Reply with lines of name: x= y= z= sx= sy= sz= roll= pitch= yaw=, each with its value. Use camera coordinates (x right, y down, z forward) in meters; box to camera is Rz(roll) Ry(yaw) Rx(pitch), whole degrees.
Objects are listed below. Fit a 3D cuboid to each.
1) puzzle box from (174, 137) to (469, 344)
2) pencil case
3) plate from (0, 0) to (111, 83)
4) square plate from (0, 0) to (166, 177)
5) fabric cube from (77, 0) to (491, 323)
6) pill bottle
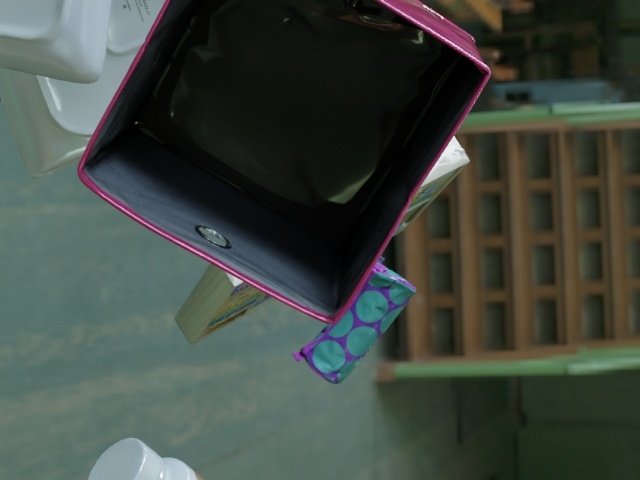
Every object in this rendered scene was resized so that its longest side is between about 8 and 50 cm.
puzzle box: x=0.000 y=0.000 z=2.130 sx=0.052 sy=0.409 sz=0.272 roll=57 pitch=-25 yaw=10
pencil case: x=0.040 y=0.093 z=1.735 sx=0.070 sy=0.152 sz=0.064 roll=32 pitch=9 yaw=-32
plate: x=-0.339 y=-0.311 z=1.498 sx=0.045 sy=0.277 sz=0.278 roll=-68 pitch=168 yaw=-78
square plate: x=-0.205 y=-0.263 z=1.633 sx=0.049 sy=0.344 sz=0.347 roll=48 pitch=-22 yaw=51
fabric cube: x=-0.028 y=-0.122 z=1.313 sx=0.259 sy=0.254 sz=0.258 roll=-59 pitch=-175 yaw=13
pill bottle: x=-0.206 y=0.372 z=2.052 sx=0.229 sy=0.131 sz=0.131 roll=46 pitch=38 yaw=-33
